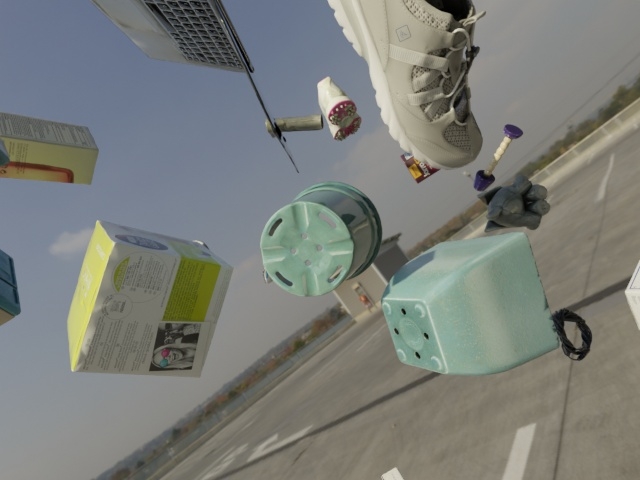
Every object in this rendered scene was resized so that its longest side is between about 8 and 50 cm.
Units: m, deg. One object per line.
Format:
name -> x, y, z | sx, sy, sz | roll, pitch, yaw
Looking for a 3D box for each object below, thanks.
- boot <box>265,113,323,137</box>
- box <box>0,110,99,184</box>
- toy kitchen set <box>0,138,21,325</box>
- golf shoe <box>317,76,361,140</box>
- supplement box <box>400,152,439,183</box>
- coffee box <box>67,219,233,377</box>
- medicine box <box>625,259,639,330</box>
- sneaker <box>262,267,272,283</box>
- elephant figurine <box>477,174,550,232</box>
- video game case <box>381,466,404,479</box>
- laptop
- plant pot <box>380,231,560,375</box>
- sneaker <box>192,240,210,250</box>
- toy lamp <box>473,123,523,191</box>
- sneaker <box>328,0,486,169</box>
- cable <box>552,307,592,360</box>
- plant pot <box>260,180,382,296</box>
boot -> -0.093, -0.443, 1.538 | 0.209, 0.076, 0.189 | -10, 14, 3
box -> -0.774, -0.254, 1.131 | 0.232, 0.148, 0.127 | 1, -51, -45
toy kitchen set -> -0.425, -0.016, 0.512 | 0.166, 0.122, 0.207 | -32, -36, -11
golf shoe -> 0.061, -0.438, 1.356 | 0.115, 0.140, 0.306 | -30, -9, 3
supplement box -> 0.399, -0.306, 1.455 | 0.188, 0.104, 0.081 | -33, 23, 15
coffee box -> -0.509, 0.162, 1.184 | 0.334, 0.338, 0.338 | 17, -88, -36
medicine box -> 0.919, 0.093, 0.920 | 0.263, 0.149, 0.289 | -43, 20, -27
sneaker -> -0.163, 0.088, 1.541 | 0.083, 0.071, 0.190 | -12, -34, -30
elephant figurine -> 0.562, -0.094, 1.235 | 0.169, 0.186, 0.239 | -64, 5, -5
video game case -> 0.199, 0.567, 0.722 | 0.042, 0.232, 0.210 | -26, 26, -9
laptop -> -0.238, -0.305, 0.776 | 0.382, 0.408, 0.236 | 0, -81, -88
plant pot -> 0.277, 0.144, 0.836 | 0.252, 0.247, 0.248 | -18, 2, -27
sneaker -> -0.556, 0.081, 1.597 | 0.281, 0.106, 0.162 | -1, 30, 45
toy lamp -> 0.667, -0.303, 1.538 | 0.080, 0.080, 0.274 | -29, -29, -33
sneaker -> 0.113, -0.183, 0.409 | 0.115, 0.281, 0.105 | -4, 50, 44
cable -> 0.770, 0.281, 1.239 | 0.184, 0.150, 0.047 | -15, -21, -39
plant pot -> 0.000, 0.000, 1.190 | 0.341, 0.341, 0.334 | -39, -1, 16
